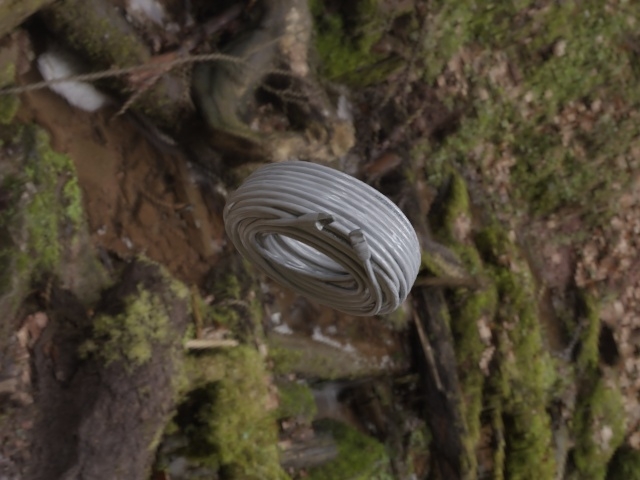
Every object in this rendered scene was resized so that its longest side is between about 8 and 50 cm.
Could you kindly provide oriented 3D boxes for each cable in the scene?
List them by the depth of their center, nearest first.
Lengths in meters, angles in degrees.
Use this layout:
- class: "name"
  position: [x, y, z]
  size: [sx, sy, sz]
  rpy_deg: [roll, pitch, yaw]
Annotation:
- class: "cable"
  position: [0.000, 0.000, 1.238]
  size: [0.089, 0.257, 0.257]
  rpy_deg: [-63, 143, -21]
